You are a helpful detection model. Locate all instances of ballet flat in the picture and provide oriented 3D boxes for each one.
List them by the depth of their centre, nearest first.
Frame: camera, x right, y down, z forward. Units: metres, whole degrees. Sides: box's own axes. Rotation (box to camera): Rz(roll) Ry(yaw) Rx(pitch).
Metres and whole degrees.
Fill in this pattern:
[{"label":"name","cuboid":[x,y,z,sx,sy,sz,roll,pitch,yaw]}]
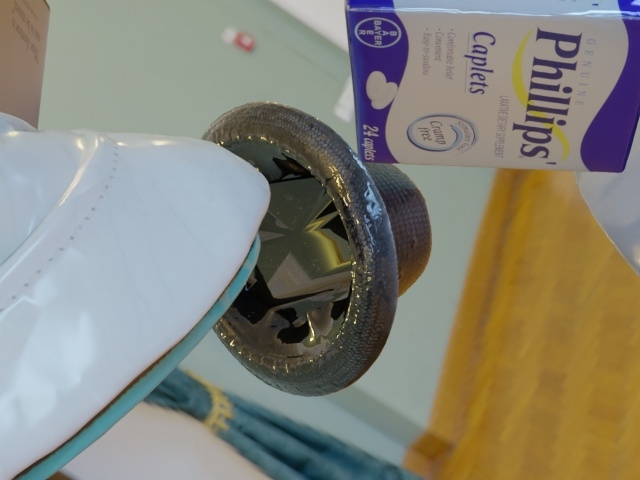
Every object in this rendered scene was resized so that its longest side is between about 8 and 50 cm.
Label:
[{"label":"ballet flat","cuboid":[-0.147,0.045,0.339,0.400,0.139,0.139,-48,0,-43]}]

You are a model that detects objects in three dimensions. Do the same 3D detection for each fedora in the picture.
[{"label":"fedora","cuboid":[0.000,0.000,1.304,0.152,0.334,0.334,-13,-23,-38]}]

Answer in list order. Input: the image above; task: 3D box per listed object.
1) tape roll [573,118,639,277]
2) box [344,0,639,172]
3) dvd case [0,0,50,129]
[{"label":"tape roll","cuboid":[0.258,0.006,0.777,0.072,0.219,0.219,-45,12,22]},{"label":"box","cuboid":[0.084,-0.096,0.597,0.126,0.137,0.072,81,-167,-61]},{"label":"dvd case","cuboid":[-0.182,-0.033,0.661,0.180,0.022,0.253,90,-176,-81]}]
